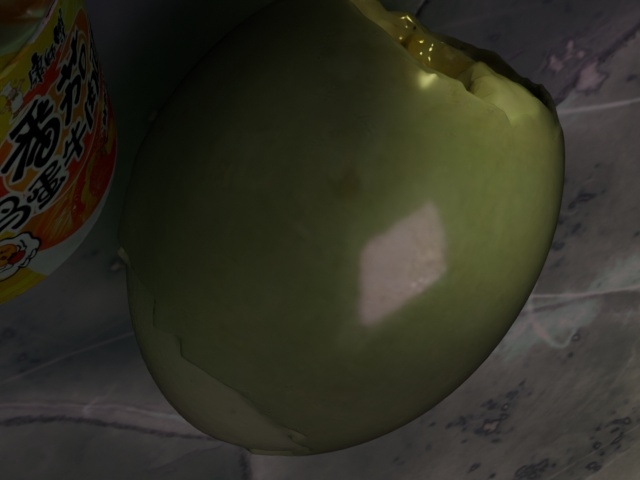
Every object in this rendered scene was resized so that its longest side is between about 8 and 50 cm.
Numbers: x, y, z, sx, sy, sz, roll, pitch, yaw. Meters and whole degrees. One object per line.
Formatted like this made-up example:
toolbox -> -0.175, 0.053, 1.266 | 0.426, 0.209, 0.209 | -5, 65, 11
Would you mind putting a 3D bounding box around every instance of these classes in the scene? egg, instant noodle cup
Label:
egg -> 0.000, 0.000, 1.041 | 0.278, 0.278, 0.336 | 14, 116, -43
instant noodle cup -> -0.233, -0.088, 0.826 | 0.264, 0.264, 0.200 | -27, 150, -8
